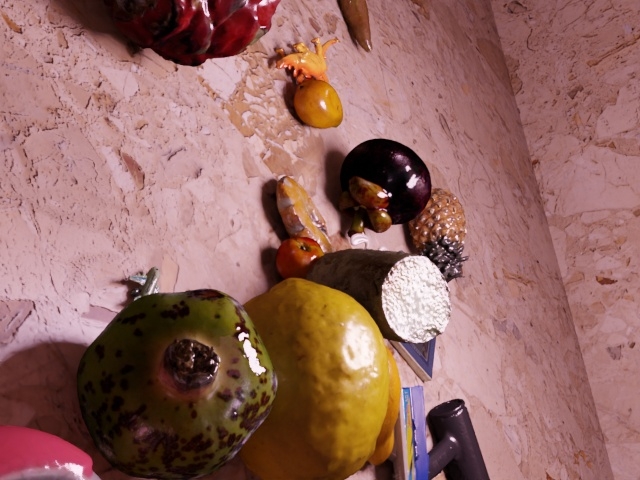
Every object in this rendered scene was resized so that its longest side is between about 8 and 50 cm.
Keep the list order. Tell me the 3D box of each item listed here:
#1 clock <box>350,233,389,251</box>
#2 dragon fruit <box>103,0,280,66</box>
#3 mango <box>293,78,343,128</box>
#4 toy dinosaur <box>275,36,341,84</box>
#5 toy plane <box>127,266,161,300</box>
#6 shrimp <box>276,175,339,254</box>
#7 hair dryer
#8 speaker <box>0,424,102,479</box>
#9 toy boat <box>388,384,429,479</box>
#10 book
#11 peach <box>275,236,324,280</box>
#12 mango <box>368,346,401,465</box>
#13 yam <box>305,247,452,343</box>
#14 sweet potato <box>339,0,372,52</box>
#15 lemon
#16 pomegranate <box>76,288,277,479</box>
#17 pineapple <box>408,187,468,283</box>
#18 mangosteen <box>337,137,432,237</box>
[{"bbox_3d":[0.065,0.086,1.537,0.151,0.062,0.190,31,80,-38],"label":"clock"},{"bbox_3d":[-0.210,-0.444,1.296,0.329,0.329,0.329,37,42,-42],"label":"dragon fruit"},{"bbox_3d":[0.000,-0.306,1.756,0.165,0.089,0.115,-24,94,-63],"label":"mango"},{"bbox_3d":[-0.019,-0.405,1.814,0.288,0.071,0.117,-32,110,-56],"label":"toy dinosaur"},{"bbox_3d":[-0.254,0.070,1.151,0.080,0.033,0.083,47,29,-32],"label":"toy plane"},{"bbox_3d":[0.000,0.000,1.589,0.316,0.062,0.164,56,24,-23],"label":"shrimp"},{"bbox_3d":[0.262,0.476,1.699,0.251,0.089,0.197,-14,86,-51],"label":"hair dryer"},{"bbox_3d":[-0.297,0.316,0.683,0.294,0.294,0.294,37,42,-42],"label":"speaker"},{"bbox_3d":[0.165,0.438,1.528,0.129,0.088,0.295,94,-4,-63],"label":"toy boat"},{"bbox_3d":[0.220,0.175,1.863,0.191,0.025,0.269,51,34,-27],"label":"book"},{"bbox_3d":[-0.038,0.043,1.464,0.101,0.101,0.100,37,42,-42],"label":"peach"},{"bbox_3d":[0.080,0.292,1.423,0.294,0.120,0.177,90,0,-46],"label":"mango"},{"bbox_3d":[0.091,0.092,1.360,0.161,0.268,0.161,-2,94,-32],"label":"yam"},{"bbox_3d":[0.093,-0.625,2.140,0.077,0.077,0.243,-2,81,-59],"label":"sweet potato"},{"bbox_3d":[-0.023,0.219,1.191,0.285,0.285,0.316,38,16,-42],"label":"lemon"},{"bbox_3d":[-0.174,0.176,0.984,0.254,0.270,0.254,7,66,-17],"label":"pomegranate"},{"bbox_3d":[0.300,0.006,1.952,0.158,0.158,0.278,42,31,-38],"label":"pineapple"},{"bbox_3d":[0.128,-0.106,1.751,0.211,0.211,0.250,49,66,-30],"label":"mangosteen"}]
